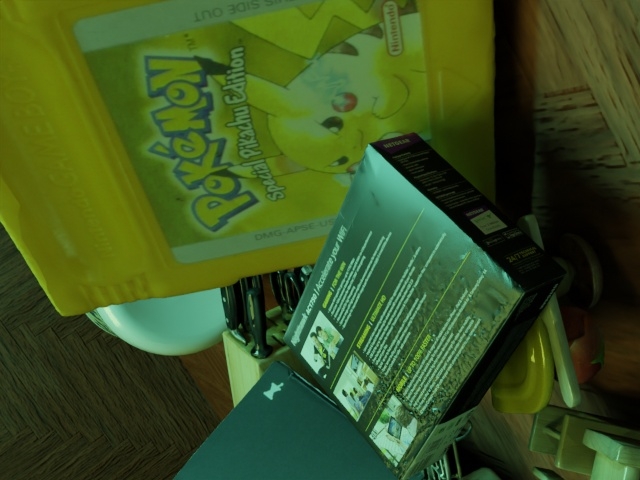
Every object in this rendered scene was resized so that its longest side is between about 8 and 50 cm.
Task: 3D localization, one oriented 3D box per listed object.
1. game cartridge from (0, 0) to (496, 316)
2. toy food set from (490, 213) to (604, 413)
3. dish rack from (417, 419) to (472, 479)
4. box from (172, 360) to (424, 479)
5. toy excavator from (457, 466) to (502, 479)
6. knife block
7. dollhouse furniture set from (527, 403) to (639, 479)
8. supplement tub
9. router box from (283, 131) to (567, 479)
[{"bbox_3d":[-0.054,-0.076,0.565,0.285,0.323,0.053,76,-179,-49],"label":"game cartridge"},{"bbox_3d":[0.150,0.048,0.628,0.218,0.071,0.128,135,120,-78],"label":"toy food set"},{"bbox_3d":[0.063,0.075,0.754,0.271,0.074,0.208,-131,23,-67],"label":"dish rack"},{"bbox_3d":[0.060,0.372,1.067,0.293,0.212,0.395,29,162,46],"label":"box"},{"bbox_3d":[0.218,0.427,0.801,0.433,0.222,0.445,62,174,21],"label":"toy excavator"},{"bbox_3d":[-0.071,0.154,1.132,0.242,0.276,0.088,31,-178,-41],"label":"knife block"},{"bbox_3d":[0.215,0.194,0.605,0.128,0.129,0.184,13,177,-1],"label":"dollhouse furniture set"},{"bbox_3d":[-0.235,0.035,1.319,0.235,0.235,0.325,58,162,-10],"label":"supplement tub"},{"bbox_3d":[0.055,0.044,0.573,0.133,0.046,0.179,47,133,27],"label":"router box"}]
